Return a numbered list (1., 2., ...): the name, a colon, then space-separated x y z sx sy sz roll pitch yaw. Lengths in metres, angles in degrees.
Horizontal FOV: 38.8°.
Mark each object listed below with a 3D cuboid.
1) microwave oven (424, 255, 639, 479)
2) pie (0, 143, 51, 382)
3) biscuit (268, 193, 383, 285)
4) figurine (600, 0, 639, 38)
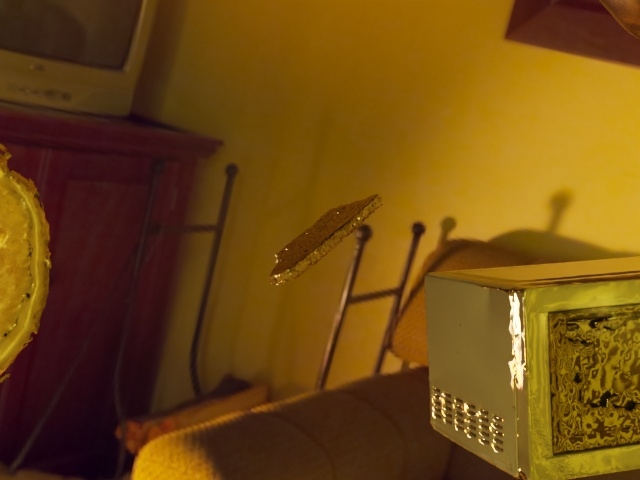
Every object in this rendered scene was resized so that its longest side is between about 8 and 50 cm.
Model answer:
1. microwave oven: 0.327 0.136 1.020 0.354 0.219 0.286 -4 1 -16
2. pie: -0.332 0.011 0.663 0.274 0.274 0.055 13 17 -7
3. biscuit: -0.010 0.005 1.381 0.131 0.026 0.237 -19 17 50
4. figurine: 0.377 -0.363 0.859 0.218 0.365 0.206 12 33 2
